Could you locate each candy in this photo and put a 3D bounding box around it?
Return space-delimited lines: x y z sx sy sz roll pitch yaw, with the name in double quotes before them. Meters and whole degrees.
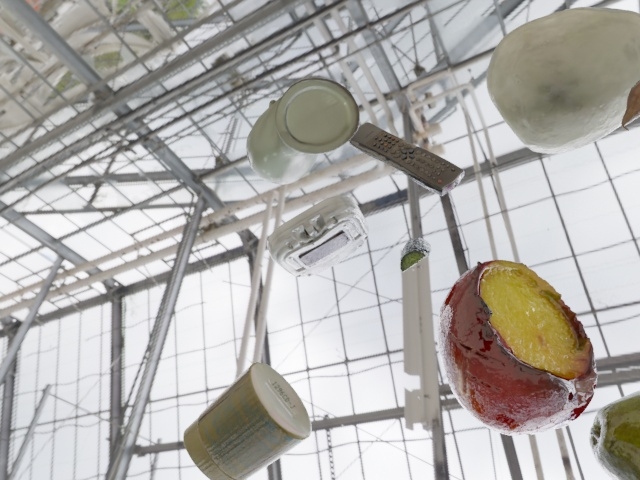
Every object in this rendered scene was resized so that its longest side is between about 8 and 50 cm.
"candy" 0.696 -0.448 1.329 0.427 0.386 0.186 -20 -170 29

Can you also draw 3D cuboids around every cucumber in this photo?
"cucumber" 0.239 0.029 1.248 0.078 0.211 0.062 -36 -98 16

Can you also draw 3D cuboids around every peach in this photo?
"peach" 0.256 0.136 0.640 0.190 0.226 0.196 -7 -168 5

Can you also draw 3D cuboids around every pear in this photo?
"pear" 0.529 0.306 0.672 0.269 0.212 0.212 14 -119 21

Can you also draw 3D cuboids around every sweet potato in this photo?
"sweet potato" 0.499 -0.233 0.717 0.195 0.056 0.056 -49 -139 -15

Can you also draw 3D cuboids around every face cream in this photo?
"face cream" -0.135 0.322 0.808 0.139 0.067 0.285 51 -53 11

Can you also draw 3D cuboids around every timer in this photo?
"timer" 0.000 0.000 1.273 0.262 0.237 0.087 -31 -117 6

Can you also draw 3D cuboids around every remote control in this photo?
"remote control" 0.131 -0.134 0.770 0.059 0.028 0.212 -39 -127 -17

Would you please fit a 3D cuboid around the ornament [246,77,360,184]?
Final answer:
"ornament" -0.028 -0.099 0.454 0.075 0.081 0.156 -23 -174 -17
